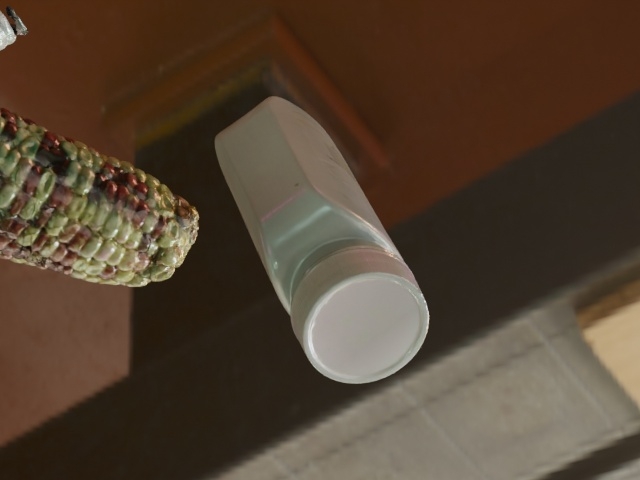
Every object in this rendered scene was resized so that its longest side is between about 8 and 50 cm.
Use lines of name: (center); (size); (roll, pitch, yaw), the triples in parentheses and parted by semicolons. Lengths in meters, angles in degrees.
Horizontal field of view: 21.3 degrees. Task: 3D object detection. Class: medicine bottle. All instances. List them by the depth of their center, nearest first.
medicine bottle: (0.000, 0.000, 1.466); (0.111, 0.296, 0.161); (-36, 124, 4)

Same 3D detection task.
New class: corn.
corn: (-0.193, -0.037, 0.969); (0.253, 0.086, 0.086); (21, 124, -19)

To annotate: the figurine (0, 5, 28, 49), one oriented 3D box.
figurine: (-0.306, -0.093, 1.047); (0.245, 0.110, 0.138); (-41, 143, -12)
